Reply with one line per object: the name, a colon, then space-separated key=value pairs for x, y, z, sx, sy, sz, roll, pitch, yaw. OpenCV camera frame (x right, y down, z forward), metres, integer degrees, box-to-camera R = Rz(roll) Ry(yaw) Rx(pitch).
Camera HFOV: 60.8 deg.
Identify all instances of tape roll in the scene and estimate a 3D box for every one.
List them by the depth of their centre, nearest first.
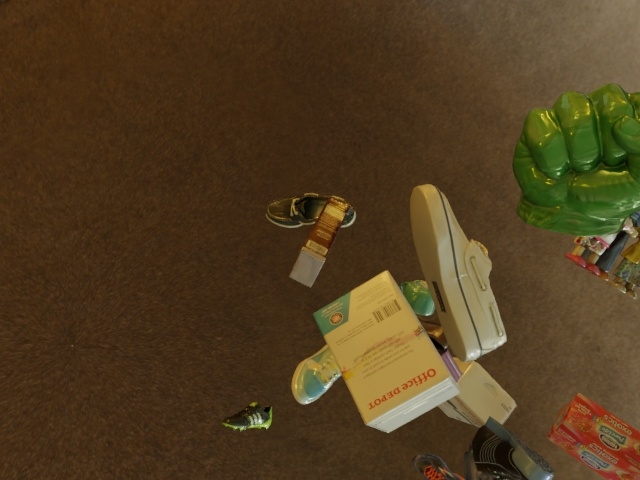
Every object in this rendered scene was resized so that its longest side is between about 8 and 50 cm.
tape roll: x=0.282 y=0.374 z=1.480 sx=0.189 sy=0.189 sz=0.080 roll=-26 pitch=82 yaw=-26

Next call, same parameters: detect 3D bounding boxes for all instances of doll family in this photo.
doll family: x=0.490 y=-0.007 z=0.858 sx=0.263 sy=0.118 sz=0.163 roll=28 pitch=99 yaw=-16

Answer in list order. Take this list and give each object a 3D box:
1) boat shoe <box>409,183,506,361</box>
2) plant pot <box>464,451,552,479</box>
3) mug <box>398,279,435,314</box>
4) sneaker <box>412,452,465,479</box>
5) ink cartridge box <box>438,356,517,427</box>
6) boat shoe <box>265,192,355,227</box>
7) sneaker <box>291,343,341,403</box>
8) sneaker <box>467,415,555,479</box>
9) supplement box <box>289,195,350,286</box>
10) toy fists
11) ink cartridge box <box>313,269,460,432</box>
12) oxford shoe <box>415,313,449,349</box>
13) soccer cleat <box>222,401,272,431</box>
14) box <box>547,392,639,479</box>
boat shoe: x=0.205 y=0.041 z=0.790 sx=0.088 sy=0.096 sz=0.267 roll=-19 pitch=93 yaw=-9
plant pot: x=0.596 y=0.789 z=1.693 sx=0.236 sy=0.212 sz=0.236 roll=35 pitch=46 yaw=-40
mug: x=0.362 y=0.203 z=2.047 sx=0.157 sy=0.129 sz=0.097 roll=19 pitch=109 yaw=15
sneaker: x=0.408 y=0.803 z=1.843 sx=0.221 sy=0.087 sz=0.083 roll=33 pitch=106 yaw=4
ink cartridge box: x=0.484 y=0.520 z=1.887 sx=0.223 sy=0.307 sz=0.129 roll=45 pitch=73 yaw=-7
boat shoe: x=-0.041 y=-0.102 z=1.738 sx=0.302 sy=0.091 sz=0.114 roll=-1 pitch=75 yaw=14
sneaker: x=0.052 y=0.399 z=1.779 sx=0.127 sy=0.208 sz=0.319 roll=54 pitch=43 yaw=-3
sneaker: x=0.318 y=0.380 z=0.935 sx=0.081 sy=0.232 sz=0.090 roll=35 pitch=88 yaw=3
supplement box: x=0.000 y=0.000 z=1.540 sx=0.073 sy=0.130 sz=0.239 roll=27 pitch=46 yaw=0
toy fists: x=0.328 y=-0.066 z=0.513 sx=0.096 sy=0.279 sz=0.142 roll=-48 pitch=145 yaw=-56
ink cartridge box: x=0.149 y=0.252 z=1.213 sx=0.198 sy=0.197 sz=0.270 roll=-31 pitch=60 yaw=5
oxford shoe: x=0.262 y=0.259 z=1.513 sx=0.096 sy=0.227 sz=0.083 roll=-52 pitch=120 yaw=-31
soccer cleat: x=-0.198 y=0.477 z=1.482 sx=0.179 sy=0.060 sz=0.072 roll=23 pitch=72 yaw=-53
box: x=0.818 y=0.585 z=1.577 sx=0.257 sy=0.128 sz=0.122 roll=33 pitch=52 yaw=20
